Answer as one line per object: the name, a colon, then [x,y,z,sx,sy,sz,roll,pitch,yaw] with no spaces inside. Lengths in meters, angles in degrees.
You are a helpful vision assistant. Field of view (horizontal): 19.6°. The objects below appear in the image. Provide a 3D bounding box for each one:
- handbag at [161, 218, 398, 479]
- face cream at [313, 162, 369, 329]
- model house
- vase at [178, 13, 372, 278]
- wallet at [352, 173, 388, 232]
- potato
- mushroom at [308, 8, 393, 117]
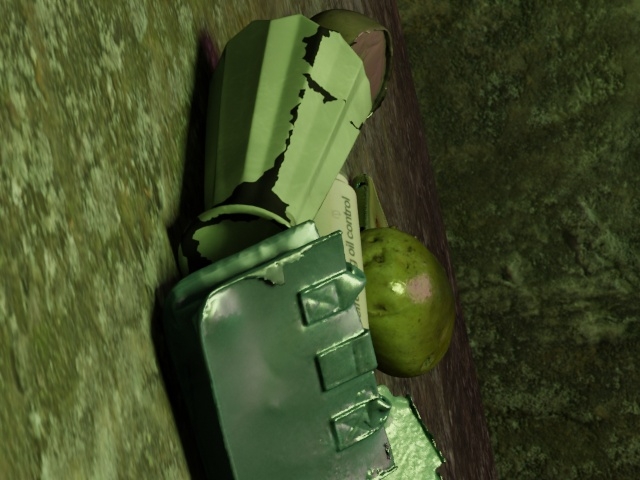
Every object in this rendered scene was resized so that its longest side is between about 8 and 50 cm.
handbag: [-0.026,0.115,1.533,0.062,0.179,0.229,16,-54,53]
face cream: [0.000,0.000,2.060,0.092,0.092,0.311,65,17,-57]
model house: [0.058,0.259,2.139,0.148,0.119,0.148,59,-20,13]
vase: [-0.043,-0.074,1.717,0.360,0.165,0.165,-79,157,-57]
wallet: [0.070,-0.007,2.646,0.155,0.039,0.110,-89,162,-51]
potato: [0.098,0.078,2.401,0.197,0.149,0.228,-112,179,-47]
mushroom: [0.020,-0.224,2.363,0.117,0.141,0.188,46,-14,29]
